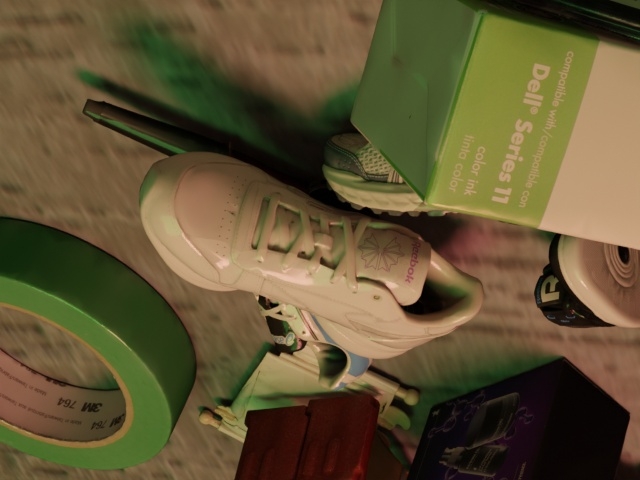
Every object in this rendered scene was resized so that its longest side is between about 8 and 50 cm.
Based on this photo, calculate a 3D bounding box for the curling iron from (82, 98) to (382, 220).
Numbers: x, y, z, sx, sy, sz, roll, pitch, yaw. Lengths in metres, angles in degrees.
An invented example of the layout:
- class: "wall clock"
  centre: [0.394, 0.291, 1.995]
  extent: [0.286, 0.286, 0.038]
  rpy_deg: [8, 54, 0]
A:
- class: "curling iron"
  centre: [-0.071, -0.071, 1.324]
  extent: [0.274, 0.035, 0.068]
  rpy_deg: [21, 148, 2]

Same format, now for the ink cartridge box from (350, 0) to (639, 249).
- class: "ink cartridge box"
  centre: [0.217, -0.066, 0.965]
  extent: [0.353, 0.207, 0.119]
  rpy_deg: [11, 105, -15]

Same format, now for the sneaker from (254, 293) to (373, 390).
- class: "sneaker"
  centre: [-0.030, 0.044, 1.390]
  extent: [0.085, 0.086, 0.237]
  rpy_deg: [2, 140, 52]

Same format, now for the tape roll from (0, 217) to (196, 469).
- class: "tape roll"
  centre: [-0.290, 0.114, 1.618]
  extent: [0.321, 0.077, 0.321]
  rpy_deg: [14, 140, 12]

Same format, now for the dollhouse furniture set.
- class: "dollhouse furniture set"
  centre: [-0.002, 0.351, 1.483]
  extent: [0.152, 0.374, 0.201]
  rpy_deg: [-13, 131, 28]

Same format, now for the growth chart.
- class: "growth chart"
  centre: [-0.011, 0.177, 1.593]
  extent: [0.172, 0.021, 0.237]
  rpy_deg: [30, 141, -9]

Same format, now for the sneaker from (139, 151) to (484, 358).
- class: "sneaker"
  centre: [0.000, 0.000, 1.249]
  extent: [0.305, 0.114, 0.152]
  rpy_deg: [25, 156, -31]

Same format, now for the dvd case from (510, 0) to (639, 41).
- class: "dvd case"
  centre: [0.154, -0.221, 0.894]
  extent: [0.164, 0.221, 0.018]
  rpy_deg: [18, 154, 7]

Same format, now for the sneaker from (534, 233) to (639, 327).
- class: "sneaker"
  centre: [0.205, 0.036, 1.207]
  extent: [0.121, 0.079, 0.217]
  rpy_deg: [-8, 165, 37]

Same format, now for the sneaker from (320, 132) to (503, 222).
- class: "sneaker"
  centre: [0.116, -0.084, 1.186]
  extent: [0.283, 0.110, 0.122]
  rpy_deg: [4, 104, 42]

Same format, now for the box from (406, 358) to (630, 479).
- class: "box"
  centre: [0.157, 0.256, 1.407]
  extent: [0.103, 0.261, 0.184]
  rpy_deg: [39, 139, -19]
